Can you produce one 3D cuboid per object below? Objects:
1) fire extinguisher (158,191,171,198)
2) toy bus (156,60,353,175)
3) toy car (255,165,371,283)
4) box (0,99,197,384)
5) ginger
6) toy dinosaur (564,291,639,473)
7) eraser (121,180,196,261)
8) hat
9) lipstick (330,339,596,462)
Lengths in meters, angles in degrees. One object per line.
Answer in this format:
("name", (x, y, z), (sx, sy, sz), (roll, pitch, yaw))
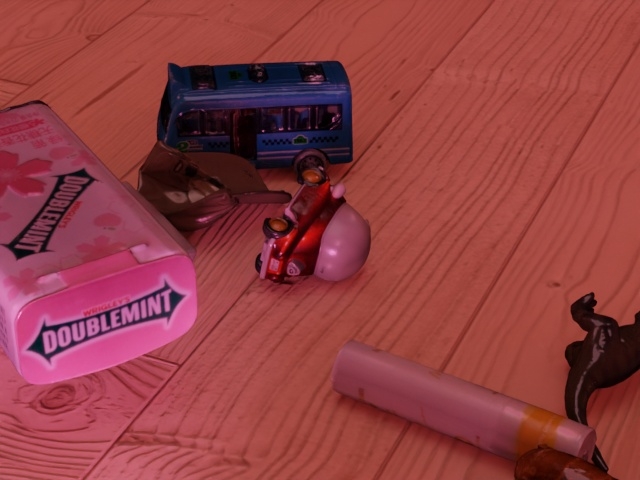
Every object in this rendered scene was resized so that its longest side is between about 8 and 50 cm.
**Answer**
("fire extinguisher", (-0.180, -0.055, 1.802), (0.083, 0.022, 0.028), (-19, 7, -30))
("toy bus", (-0.083, -0.156, 1.861), (0.246, 0.134, 0.113), (-3, 32, -7))
("toy car", (0.000, 0.000, 1.654), (0.112, 0.112, 0.139), (27, 47, 10))
("box", (-0.289, -0.011, 1.495), (0.190, 0.112, 0.369), (-16, 36, -26))
("ginger", (0.230, 0.239, 1.286), (0.162, 0.073, 0.103), (20, 37, 26))
("toy dinosaur", (0.317, 0.129, 1.455), (0.187, 0.087, 0.179), (-10, 32, -14))
("eraser", (-0.353, 0.045, 1.576), (0.396, 0.082, 0.213), (-18, 38, -28))
("hat", (-0.121, -0.046, 1.761), (0.175, 0.085, 0.147), (7, 23, -40))
("lipstick", (0.133, 0.163, 1.422), (0.264, 0.059, 0.059), (18, 35, 27))
